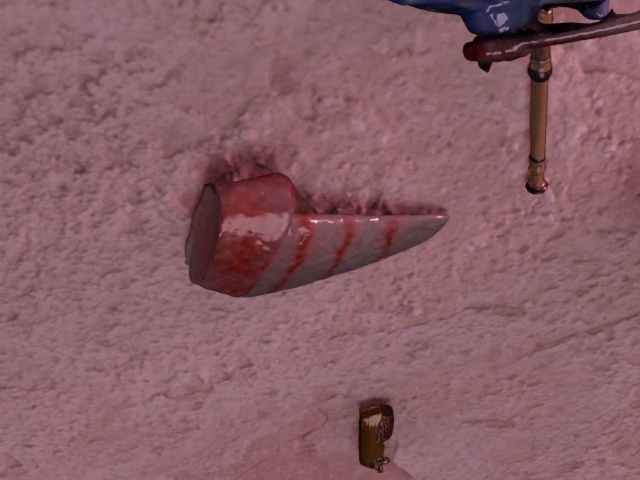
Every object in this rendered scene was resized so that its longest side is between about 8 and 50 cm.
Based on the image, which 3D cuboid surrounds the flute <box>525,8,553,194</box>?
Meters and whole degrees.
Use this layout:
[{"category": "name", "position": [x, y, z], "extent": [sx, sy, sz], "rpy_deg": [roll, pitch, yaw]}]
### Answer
[{"category": "flute", "position": [0.223, -0.139, 0.998], "extent": [0.027, 0.027, 0.233], "rpy_deg": [-9, 135, 2]}]

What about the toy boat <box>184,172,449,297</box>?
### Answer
[{"category": "toy boat", "position": [0.000, 0.000, 1.088], "extent": [0.282, 0.096, 0.206], "rpy_deg": [-3, 143, -21]}]

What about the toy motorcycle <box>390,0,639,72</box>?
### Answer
[{"category": "toy motorcycle", "position": [0.144, -0.253, 0.762], "extent": [0.319, 0.182, 0.241], "rpy_deg": [-3, 162, -3]}]

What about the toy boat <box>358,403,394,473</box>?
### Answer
[{"category": "toy boat", "position": [0.079, 0.284, 1.386], "extent": [0.048, 0.047, 0.149], "rpy_deg": [-4, 134, -3]}]
